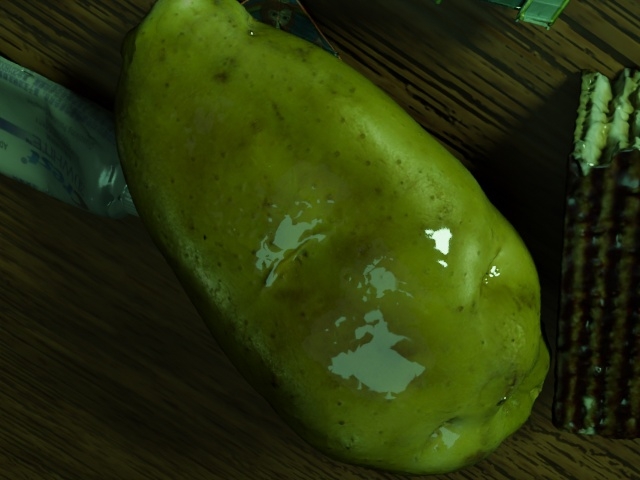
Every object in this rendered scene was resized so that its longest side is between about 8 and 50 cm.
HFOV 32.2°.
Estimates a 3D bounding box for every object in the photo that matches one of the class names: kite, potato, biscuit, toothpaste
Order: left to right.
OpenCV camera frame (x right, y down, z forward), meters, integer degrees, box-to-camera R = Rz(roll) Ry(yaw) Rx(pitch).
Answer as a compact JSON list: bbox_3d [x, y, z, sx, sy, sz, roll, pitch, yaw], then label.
[{"bbox_3d":[-0.207,-0.078,0.837,0.283,0.068,0.099,24,103,9],"label":"toothpaste"},{"bbox_3d":[-0.033,-0.113,0.776,0.190,0.010,0.159,18,131,8],"label":"kite"},{"bbox_3d":[0.000,0.000,0.726,0.369,0.176,0.195,49,150,-3],"label":"potato"},{"bbox_3d":[0.195,0.011,0.727,0.070,0.106,0.252,5,128,14],"label":"biscuit"}]

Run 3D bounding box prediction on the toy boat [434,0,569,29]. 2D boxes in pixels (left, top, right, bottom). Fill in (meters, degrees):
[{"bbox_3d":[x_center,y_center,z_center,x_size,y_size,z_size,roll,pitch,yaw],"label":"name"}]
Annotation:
[{"bbox_3d":[0.143,-0.219,0.536,0.114,0.122,0.296,4,149,-24],"label":"toy boat"}]
